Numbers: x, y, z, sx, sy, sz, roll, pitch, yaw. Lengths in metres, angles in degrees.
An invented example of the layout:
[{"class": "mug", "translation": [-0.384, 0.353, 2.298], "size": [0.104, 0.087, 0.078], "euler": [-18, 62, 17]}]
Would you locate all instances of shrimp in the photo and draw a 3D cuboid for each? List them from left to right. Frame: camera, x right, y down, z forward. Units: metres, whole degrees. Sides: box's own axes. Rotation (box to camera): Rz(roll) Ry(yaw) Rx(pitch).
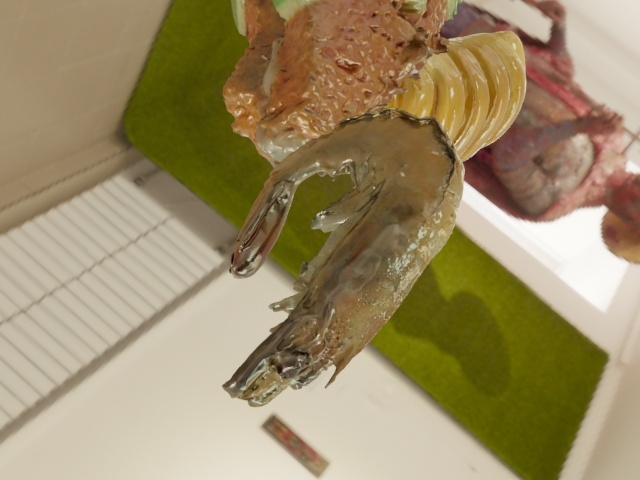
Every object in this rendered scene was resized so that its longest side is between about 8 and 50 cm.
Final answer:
[{"class": "shrimp", "translation": [0.000, -0.001, 0.668], "size": [0.253, 0.173, 0.058], "euler": [-48, 142, -10]}]

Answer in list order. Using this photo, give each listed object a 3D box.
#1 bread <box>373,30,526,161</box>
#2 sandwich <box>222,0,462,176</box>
[{"class": "bread", "translation": [0.138, -0.154, 1.100], "size": [0.311, 0.121, 0.173], "euler": [-24, 156, -47]}, {"class": "sandwich", "translation": [-0.002, -0.200, 0.882], "size": [0.162, 0.250, 0.301], "euler": [72, 26, -55]}]
